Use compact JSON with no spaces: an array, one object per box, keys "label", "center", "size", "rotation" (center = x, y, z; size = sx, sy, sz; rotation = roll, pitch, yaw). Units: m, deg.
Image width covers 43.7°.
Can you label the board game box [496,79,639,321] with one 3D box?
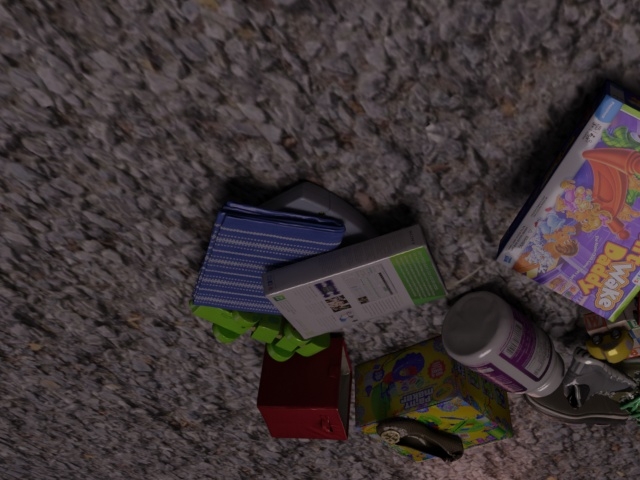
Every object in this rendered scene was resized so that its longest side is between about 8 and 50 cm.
[{"label":"board game box","center":[0.484,-0.057,1.333],"size":[0.233,0.078,0.347],"rotation":[28,123,3]}]

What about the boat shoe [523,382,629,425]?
[{"label":"boat shoe","center":[0.669,0.445,2.111],"size":[0.335,0.112,0.095],"rotation":[10,137,-19]}]

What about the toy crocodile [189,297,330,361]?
[{"label":"toy crocodile","center":[-0.128,0.182,1.786],"size":[0.340,0.105,0.115],"rotation":[22,138,-20]}]

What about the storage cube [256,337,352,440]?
[{"label":"storage cube","center":[-0.033,0.357,1.918],"size":[0.193,0.215,0.183],"rotation":[0,144,11]}]

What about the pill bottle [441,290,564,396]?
[{"label":"pill bottle","center":[0.422,0.245,1.799],"size":[0.169,0.169,0.301],"rotation":[-28,134,32]}]

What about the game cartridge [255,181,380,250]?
[{"label":"game cartridge","center":[0.000,0.000,1.573],"size":[0.198,0.062,0.297],"rotation":[-28,135,26]}]

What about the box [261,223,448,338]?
[{"label":"box","center":[0.074,0.089,1.584],"size":[0.322,0.058,0.232],"rotation":[-17,148,11]}]

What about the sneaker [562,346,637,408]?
[{"label":"sneaker","center":[0.641,0.343,1.878],"size":[0.229,0.086,0.132],"rotation":[29,93,-32]}]

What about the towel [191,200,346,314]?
[{"label":"towel","center":[-0.111,0.045,1.569],"size":[0.243,0.040,0.336],"rotation":[9,144,-15]}]

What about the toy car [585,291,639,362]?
[{"label":"toy car","center":[0.712,0.214,1.682],"size":[0.225,0.053,0.239],"rotation":[20,136,-9]}]

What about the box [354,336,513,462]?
[{"label":"box","center":[0.281,0.403,2.001],"size":[0.290,0.177,0.279],"rotation":[-24,137,29]}]

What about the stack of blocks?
[{"label":"stack of blocks","center":[0.747,0.160,1.752],"size":[0.297,0.087,0.171],"rotation":[-20,138,25]}]

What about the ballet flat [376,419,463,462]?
[{"label":"ballet flat","center":[0.243,0.486,1.917],"size":[0.250,0.058,0.084],"rotation":[23,137,-25]}]

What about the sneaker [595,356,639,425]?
[{"label":"sneaker","center":[0.839,0.417,2.013],"size":[0.410,0.182,0.158],"rotation":[16,140,-18]}]
